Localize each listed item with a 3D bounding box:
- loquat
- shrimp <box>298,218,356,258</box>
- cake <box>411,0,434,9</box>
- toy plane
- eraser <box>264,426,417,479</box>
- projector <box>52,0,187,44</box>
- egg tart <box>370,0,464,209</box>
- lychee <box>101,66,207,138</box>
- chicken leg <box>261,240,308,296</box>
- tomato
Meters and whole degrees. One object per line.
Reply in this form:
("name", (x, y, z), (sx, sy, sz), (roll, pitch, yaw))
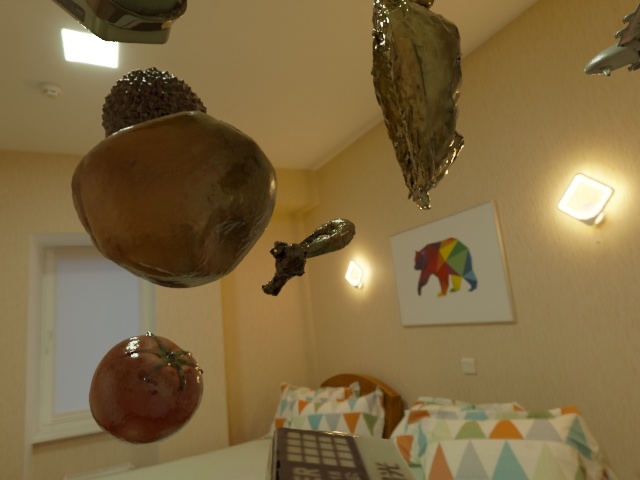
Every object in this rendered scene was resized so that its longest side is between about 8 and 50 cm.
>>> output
("loquat", (-0.216, -0.070, 0.649), (0.284, 0.276, 0.276), (-47, -6, -8))
("shrimp", (0.000, 0.001, 1.495), (0.267, 0.145, 0.061), (-29, -43, 12))
("cake", (0.259, -0.737, 1.271), (0.185, 0.116, 0.079), (20, -31, 1))
("toy plane", (0.493, -0.298, 0.628), (0.171, 0.065, 0.162), (-27, -58, 36))
("eraser", (0.019, 0.222, 0.283), (0.124, 0.081, 0.279), (8, -3, -5))
("projector", (-0.323, -0.429, 0.637), (0.163, 0.242, 0.177), (-34, -19, -52))
("egg tart", (0.120, -0.162, 0.491), (0.098, 0.252, 0.232), (-12, 31, 8))
("lychee", (-0.392, -0.274, 1.022), (0.268, 0.267, 0.267), (-5, -10, -1))
("chicken leg", (-0.107, 0.088, 1.299), (0.125, 0.080, 0.196), (9, -58, -13))
("tomato", (-0.432, 0.374, 1.041), (0.265, 0.264, 0.265), (-5, -10, -1))
